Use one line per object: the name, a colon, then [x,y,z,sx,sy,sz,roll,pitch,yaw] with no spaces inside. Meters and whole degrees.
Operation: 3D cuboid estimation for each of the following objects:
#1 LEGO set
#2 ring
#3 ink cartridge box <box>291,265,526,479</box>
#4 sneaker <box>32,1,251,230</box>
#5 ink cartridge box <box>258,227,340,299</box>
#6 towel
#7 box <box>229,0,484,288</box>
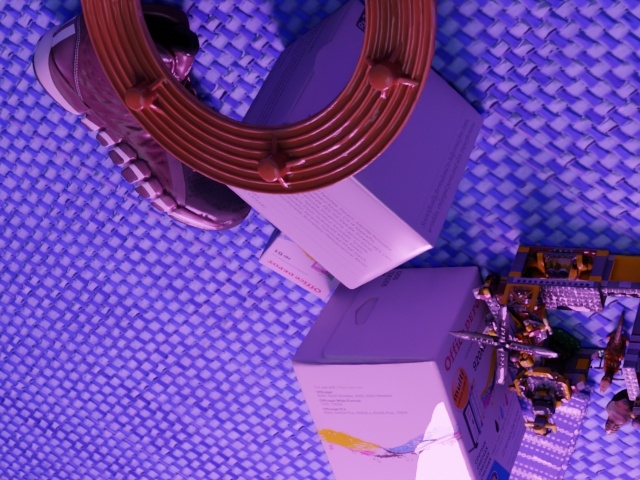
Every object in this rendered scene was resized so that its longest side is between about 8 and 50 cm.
LEGO set: [0.303,0.138,1.406,0.331,0.192,0.255,9,139,20]
ring: [-0.064,-0.193,1.139,0.336,0.032,0.337,12,118,25]
ink cartridge box: [0.102,0.169,1.534,0.168,0.171,0.233,-4,122,27]
sneaker: [-0.145,-0.131,1.411,0.281,0.106,0.162,41,136,-19]
ink cartridge box: [0.000,0.000,1.523,0.088,0.052,0.122,31,142,-8]
towel: [0.186,0.238,1.719,0.243,0.040,0.336,18,139,11]
box: [0.030,-0.088,1.301,0.182,0.181,0.119,41,139,-18]
